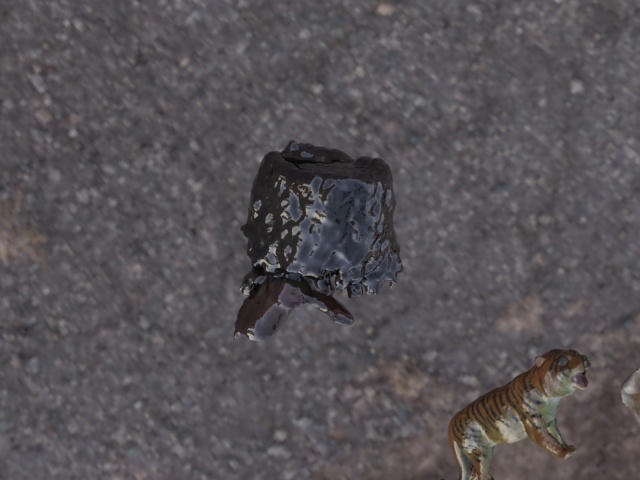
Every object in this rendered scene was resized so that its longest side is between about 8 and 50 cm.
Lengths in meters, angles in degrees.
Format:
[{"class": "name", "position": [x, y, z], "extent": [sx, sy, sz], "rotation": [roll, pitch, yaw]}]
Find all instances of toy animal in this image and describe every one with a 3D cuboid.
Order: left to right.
[{"class": "toy animal", "position": [0.192, 0.187, 1.404], "extent": [0.057, 0.099, 0.241], "rotation": [-17, 166, -46]}]

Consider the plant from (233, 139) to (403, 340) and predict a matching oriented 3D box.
[{"class": "plant", "position": [0.000, 0.000, 1.766], "extent": [0.204, 0.178, 0.234], "rotation": [-20, 117, -61]}]

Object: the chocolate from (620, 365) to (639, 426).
[{"class": "chocolate", "position": [0.406, 0.107, 1.283], "extent": [0.080, 0.157, 0.254], "rotation": [-14, 145, -49]}]
